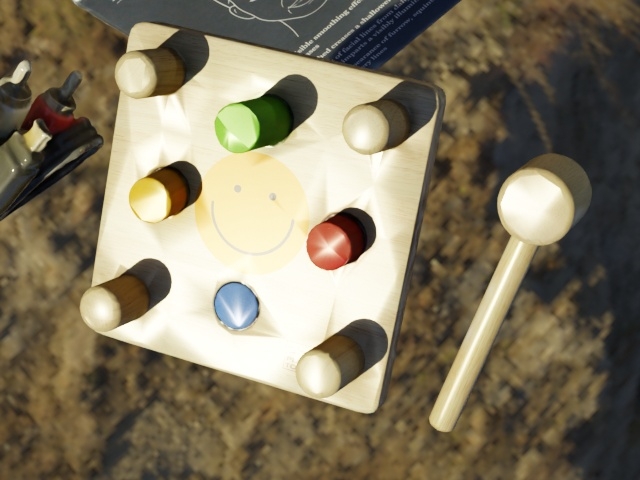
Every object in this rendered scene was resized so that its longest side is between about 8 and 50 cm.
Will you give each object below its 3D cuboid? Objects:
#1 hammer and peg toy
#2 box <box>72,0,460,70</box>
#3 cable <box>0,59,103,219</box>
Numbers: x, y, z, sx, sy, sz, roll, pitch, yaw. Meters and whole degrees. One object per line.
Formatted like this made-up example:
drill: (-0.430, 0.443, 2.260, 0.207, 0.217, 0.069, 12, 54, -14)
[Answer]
hammer and peg toy: (0.000, 0.000, 1.118, 0.127, 0.361, 0.266, -25, 128, -67)
box: (-0.063, -0.330, 1.552, 0.293, 0.212, 0.395, -38, 148, 16)
cable: (-0.281, -0.037, 1.198, 0.287, 0.072, 0.139, -40, 166, 33)
